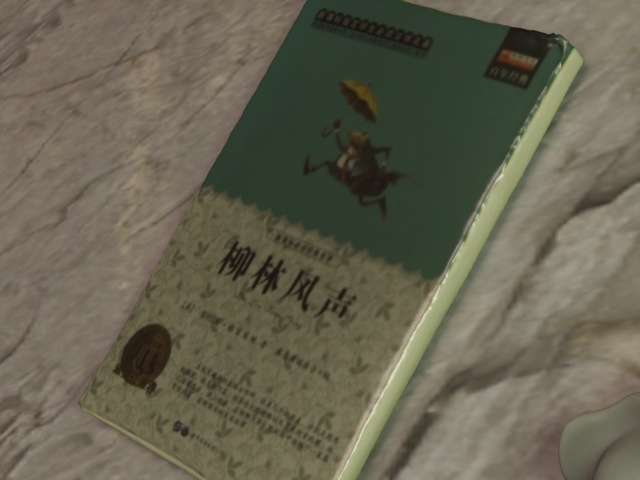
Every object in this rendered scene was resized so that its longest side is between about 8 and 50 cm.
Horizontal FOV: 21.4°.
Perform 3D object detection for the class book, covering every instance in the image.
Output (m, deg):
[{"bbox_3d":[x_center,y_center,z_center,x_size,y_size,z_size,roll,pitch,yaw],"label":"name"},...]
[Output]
[{"bbox_3d":[0.000,0.000,1.196,0.264,0.031,0.379,22,81,44],"label":"book"}]

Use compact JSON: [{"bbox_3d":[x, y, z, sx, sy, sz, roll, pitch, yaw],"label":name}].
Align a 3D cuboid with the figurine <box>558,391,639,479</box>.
[{"bbox_3d":[0.205,0.126,0.893,0.192,0.126,0.147,-51,52,28],"label":"figurine"}]
